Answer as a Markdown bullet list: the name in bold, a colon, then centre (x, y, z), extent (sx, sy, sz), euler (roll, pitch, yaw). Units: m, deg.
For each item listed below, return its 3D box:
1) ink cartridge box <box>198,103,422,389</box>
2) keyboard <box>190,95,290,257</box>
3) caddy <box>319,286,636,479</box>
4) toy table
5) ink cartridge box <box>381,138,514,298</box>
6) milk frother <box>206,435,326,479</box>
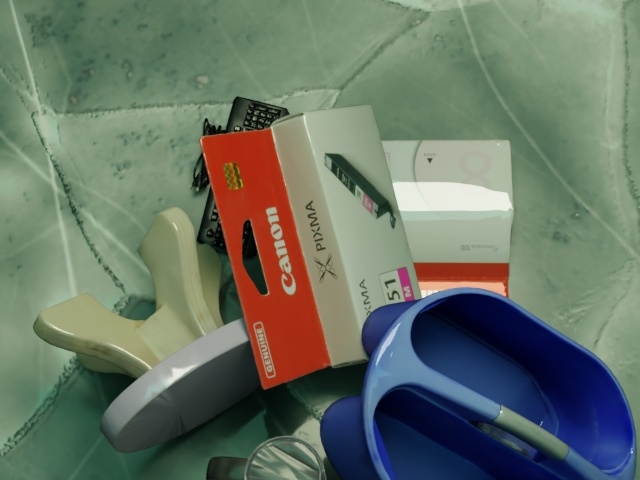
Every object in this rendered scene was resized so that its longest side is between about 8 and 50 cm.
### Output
- **ink cartridge box**: centre (0.000, 0.000, 1.654), extent (0.060, 0.239, 0.275), euler (-15, 89, 37)
- **keyboard**: centre (-0.102, -0.080, 1.810), extent (0.100, 0.038, 0.192), euler (11, 72, 4)
- **caddy**: centre (0.169, 0.194, 1.590), extent (0.341, 0.179, 0.241), euler (31, 72, -23)
- **toy table**: centre (-0.161, 0.101, 1.659), extent (0.161, 0.274, 0.252), euler (49, 119, 16)
- **ink cartridge box**: centre (0.126, 0.000, 1.776), extent (0.189, 0.066, 0.232), euler (0, 68, 0)
- **milk frother**: centre (-0.053, 0.291, 1.639), extent (0.129, 0.135, 0.143), euler (-9, 72, -2)
